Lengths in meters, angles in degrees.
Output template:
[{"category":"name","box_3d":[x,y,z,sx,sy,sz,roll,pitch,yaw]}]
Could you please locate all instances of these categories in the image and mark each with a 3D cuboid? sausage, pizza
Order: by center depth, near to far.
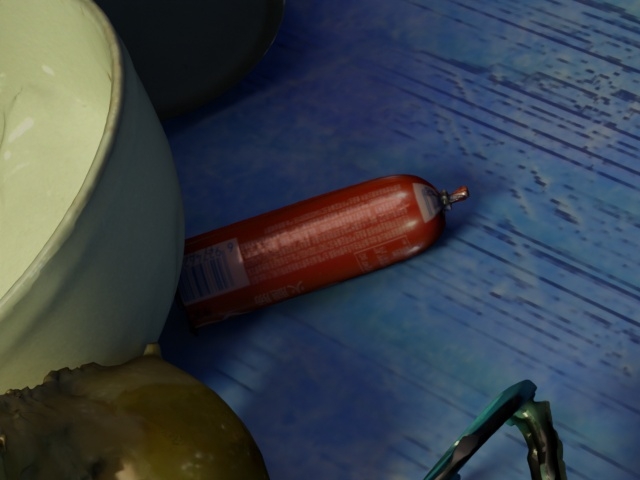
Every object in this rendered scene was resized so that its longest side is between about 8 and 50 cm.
[{"category":"pizza","box_3d":[-0.074,0.111,0.737,0.080,0.204,0.188,7,47,23]},{"category":"sausage","box_3d":[0.000,0.000,0.900,0.145,0.048,0.050,-19,8,7]}]

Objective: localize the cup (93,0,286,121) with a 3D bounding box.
[{"category":"cup","box_3d":[-0.151,-0.164,1.023,0.258,0.186,0.234,-33,54,10]}]

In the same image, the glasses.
[{"category":"glasses","box_3d":[0.061,0.165,0.689,0.207,0.102,0.239,18,60,35]}]

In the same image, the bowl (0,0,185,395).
[{"category":"bowl","box_3d":[-0.174,0.023,0.872,0.277,0.145,0.277,-18,45,20]}]
